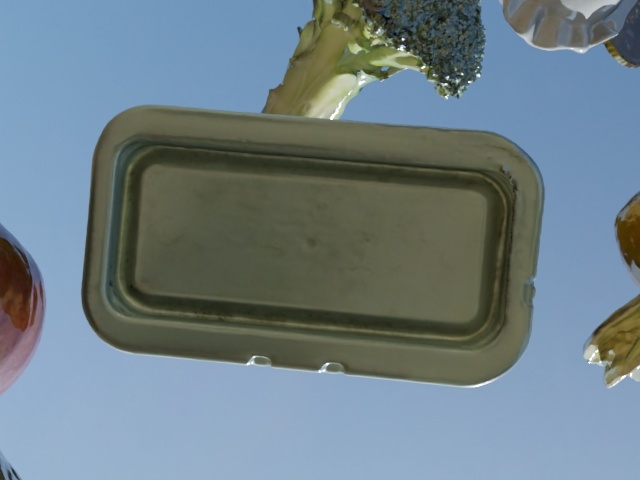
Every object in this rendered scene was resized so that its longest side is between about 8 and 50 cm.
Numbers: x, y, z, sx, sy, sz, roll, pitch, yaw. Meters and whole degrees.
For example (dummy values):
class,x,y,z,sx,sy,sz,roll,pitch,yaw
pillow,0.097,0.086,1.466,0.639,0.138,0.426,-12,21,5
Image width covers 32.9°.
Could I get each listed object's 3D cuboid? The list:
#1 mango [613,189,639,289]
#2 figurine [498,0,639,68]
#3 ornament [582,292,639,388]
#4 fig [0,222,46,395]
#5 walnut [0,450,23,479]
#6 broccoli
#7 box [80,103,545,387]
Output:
class,x,y,z,sx,sy,sz,roll,pitch,yaw
mango,0.312,0.035,0.676,0.262,0.167,0.130,35,-38,34
figurine,0.116,-0.201,0.672,0.143,0.271,0.143,-29,-143,25
ornament,0.308,0.051,0.915,0.180,0.201,0.059,-44,-108,15
fig,-0.288,0.047,0.722,0.205,0.205,0.205,-4,-95,46
walnut,-0.180,0.115,0.270,0.283,0.227,0.283,27,-41,27
broccoli,0.050,-0.208,1.239,0.361,0.252,0.221,100,-2,-51
box,0.000,0.000,0.821,0.312,0.182,0.175,5,-87,5
